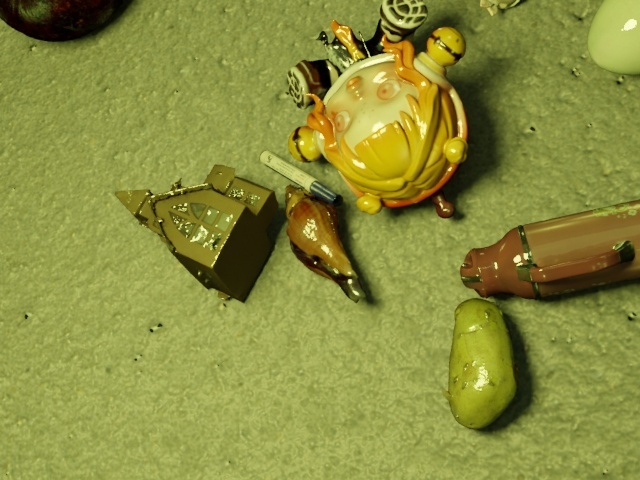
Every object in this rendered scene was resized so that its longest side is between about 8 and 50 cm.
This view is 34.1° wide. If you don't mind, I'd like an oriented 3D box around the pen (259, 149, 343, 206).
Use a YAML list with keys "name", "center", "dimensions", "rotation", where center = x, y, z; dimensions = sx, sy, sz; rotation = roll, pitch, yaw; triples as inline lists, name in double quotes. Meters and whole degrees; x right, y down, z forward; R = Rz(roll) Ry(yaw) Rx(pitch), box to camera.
- name: "pen"
  center: [-0.031, -0.096, 1.616]
  dimensions: [0.025, 0.025, 0.204]
  rotation: [-49, 43, -7]

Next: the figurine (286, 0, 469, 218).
- name: "figurine"
  center: [0.103, -0.188, 1.569]
  dimensions: [0.320, 0.196, 0.323]
  rotation: [-32, 57, 26]

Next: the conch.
- name: "conch"
  center: [-0.006, 0.000, 1.578]
  dimensions: [0.080, 0.086, 0.232]
  rotation: [4, 57, -29]

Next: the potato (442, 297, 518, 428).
- name: "potato"
  center: [0.226, 0.169, 1.462]
  dimensions: [0.105, 0.085, 0.188]
  rotation: [-18, 61, 31]

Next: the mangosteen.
- name: "mangosteen"
  center: [-0.452, -0.485, 1.793]
  dimensions: [0.288, 0.288, 0.288]
  rotation: [-5, 68, 12]

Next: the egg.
- name: "egg"
  center: [0.495, -0.326, 1.547]
  dimensions: [0.209, 0.151, 0.151]
  rotation: [-31, 65, 10]

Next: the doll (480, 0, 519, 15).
- name: "doll"
  center: [0.289, -0.416, 1.683]
  dimensions: [0.127, 0.073, 0.084]
  rotation: [-52, 34, -13]

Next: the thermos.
- name: "thermos"
  center: [0.360, 0.025, 1.459]
  dimensions: [0.330, 0.109, 0.136]
  rotation: [-13, 42, 9]

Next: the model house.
- name: "model house"
  center: [-0.206, -0.045, 1.596]
  dimensions: [0.248, 0.181, 0.176]
  rotation: [24, 76, 19]
